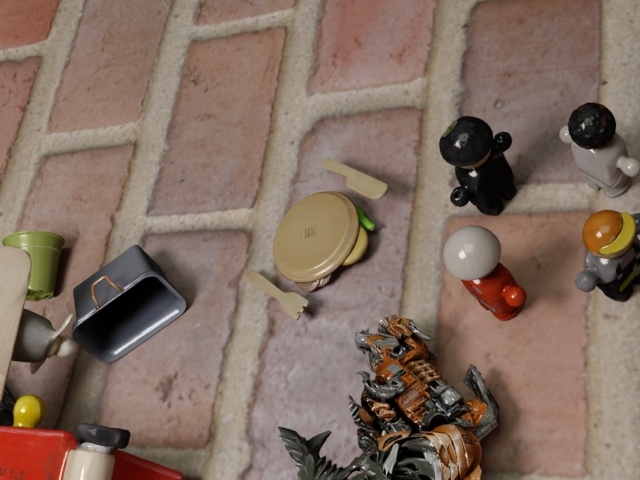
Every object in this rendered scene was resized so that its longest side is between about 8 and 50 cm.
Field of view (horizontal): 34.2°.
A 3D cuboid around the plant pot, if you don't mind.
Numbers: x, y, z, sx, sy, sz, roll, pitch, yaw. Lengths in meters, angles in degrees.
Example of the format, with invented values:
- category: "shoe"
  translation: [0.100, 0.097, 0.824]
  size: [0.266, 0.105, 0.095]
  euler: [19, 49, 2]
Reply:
- category: "plant pot"
  translation: [-0.388, 0.038, 1.409]
  size: [0.083, 0.083, 0.079]
  euler: [-13, 69, 20]

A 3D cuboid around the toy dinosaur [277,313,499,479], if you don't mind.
- category: "toy dinosaur"
  translation: [0.084, 0.218, 1.027]
  size: [0.218, 0.164, 0.322]
  euler: [-18, 32, -3]

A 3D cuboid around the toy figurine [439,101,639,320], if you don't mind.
- category: "toy figurine"
  translation: [0.232, -0.036, 1.092]
  size: [0.209, 0.148, 0.213]
  euler: [-8, 58, 22]

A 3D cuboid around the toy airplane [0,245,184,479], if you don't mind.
- category: "toy airplane"
  translation: [-0.399, 0.253, 1.163]
  size: [0.386, 0.272, 0.384]
  euler: [-35, 84, -13]

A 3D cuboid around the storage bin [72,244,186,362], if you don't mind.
- category: "storage bin"
  translation: [-0.254, 0.070, 1.314]
  size: [0.135, 0.098, 0.091]
  euler: [-36, 42, 3]

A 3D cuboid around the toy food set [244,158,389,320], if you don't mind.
- category: "toy food set"
  translation: [0.000, 0.000, 1.263]
  size: [0.132, 0.038, 0.192]
  euler: [32, 84, 43]

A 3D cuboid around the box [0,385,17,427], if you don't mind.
- category: "box"
  translation: [-0.514, 0.249, 1.353]
  size: [0.233, 0.059, 0.183]
  euler: [-45, 54, -3]
